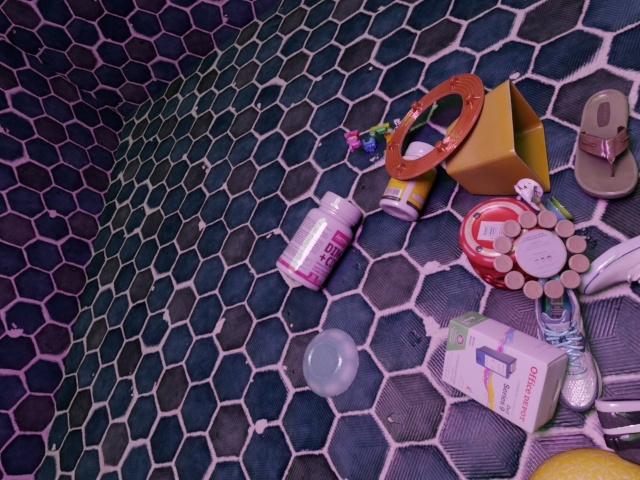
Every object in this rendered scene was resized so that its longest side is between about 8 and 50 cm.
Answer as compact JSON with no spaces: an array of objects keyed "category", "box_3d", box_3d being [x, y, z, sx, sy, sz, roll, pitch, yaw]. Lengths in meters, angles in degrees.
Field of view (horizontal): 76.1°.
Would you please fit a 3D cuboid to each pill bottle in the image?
[{"category":"pill bottle","box_3d":[0.265,-0.172,1.191,0.119,0.119,0.208,19,80,41]},{"category":"pill bottle","box_3d":[0.000,0.000,1.276,0.160,0.160,0.283,31,89,42]}]

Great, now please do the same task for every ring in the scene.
[{"category":"ring","box_3d":[0.293,-0.316,1.119,0.336,0.032,0.336,-44,28,30]}]

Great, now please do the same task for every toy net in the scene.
[{"category":"toy net","box_3d":[0.485,-0.101,0.915,0.045,0.232,0.122,-43,52,26]}]

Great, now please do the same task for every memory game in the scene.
[{"category":"memory game","box_3d":[0.441,0.028,0.826,0.186,0.012,0.186,-1,80,6]}]

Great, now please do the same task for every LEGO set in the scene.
[{"category":"LEGO set","box_3d":[0.199,-0.319,1.342,0.227,0.087,0.093,-9,65,26]}]

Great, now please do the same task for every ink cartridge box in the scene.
[{"category":"ink cartridge box","box_3d":[0.372,0.263,0.850,0.212,0.093,0.154,22,114,48]}]

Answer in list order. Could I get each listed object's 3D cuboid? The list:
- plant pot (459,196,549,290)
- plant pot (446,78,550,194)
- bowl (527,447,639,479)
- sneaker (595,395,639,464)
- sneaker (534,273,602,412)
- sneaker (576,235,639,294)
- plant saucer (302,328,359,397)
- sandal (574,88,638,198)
[{"category":"plant pot","box_3d":[0.427,0.001,0.948,0.191,0.174,0.191,-18,56,28]},{"category":"plant pot","box_3d":[0.440,-0.231,1.046,0.187,0.212,0.212,-17,58,45]},{"category":"bowl","box_3d":[0.469,0.501,0.673,0.290,0.156,0.289,-17,58,30]},{"category":"sneaker","box_3d":[0.615,0.336,0.711,0.217,0.079,0.121,-11,78,25]},{"category":"sneaker","box_3d":[0.486,0.197,0.835,0.110,0.122,0.282,-16,59,30]},{"category":"sneaker","box_3d":[0.646,0.044,0.810,0.258,0.094,0.091,-36,46,17]},{"category":"plant saucer","box_3d":[0.017,0.345,1.173,0.195,0.037,0.194,-18,58,30]},{"category":"sandal","box_3d":[0.654,-0.232,0.950,0.120,0.086,0.302,-6,65,35]}]
